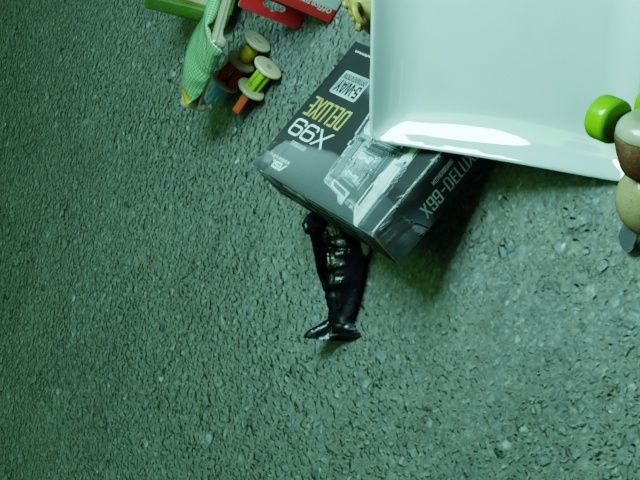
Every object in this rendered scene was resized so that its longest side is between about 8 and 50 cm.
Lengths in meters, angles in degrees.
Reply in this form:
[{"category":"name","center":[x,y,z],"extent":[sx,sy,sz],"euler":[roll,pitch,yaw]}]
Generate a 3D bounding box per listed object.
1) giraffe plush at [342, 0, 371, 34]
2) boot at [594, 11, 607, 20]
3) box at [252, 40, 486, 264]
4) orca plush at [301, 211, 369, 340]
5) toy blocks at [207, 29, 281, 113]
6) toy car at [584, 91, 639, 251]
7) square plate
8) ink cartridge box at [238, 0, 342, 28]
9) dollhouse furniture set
[{"category":"giraffe plush","center":[0.086,-0.390,1.708],"extent":[0.210,0.181,0.170],"euler":[-4,90,49]},{"category":"boot","center":[0.286,-0.251,1.478],"extent":[0.258,0.095,0.123],"euler":[30,111,57]},{"category":"box","center":[0.077,-0.129,1.623],"extent":[0.242,0.076,0.307],"euler":[-49,39,-6]},{"category":"orca plush","center":[0.000,0.000,1.721],"extent":[0.151,0.102,0.287],"euler":[5,82,51]},{"category":"toy blocks","center":[-0.139,-0.267,2.015],"extent":[0.148,0.054,0.123],"euler":[-47,46,31]},{"category":"toy car","center":[0.379,-0.057,1.289],"extent":[0.155,0.149,0.188],"euler":[35,134,48]},{"category":"square plate","center":[0.220,-0.259,1.390],"extent":[0.344,0.049,0.347],"euler":[12,119,25]},{"category":"ink cartridge box","center":[-0.016,-0.435,1.854],"extent":[0.231,0.134,0.078],"euler":[-59,41,21]},{"category":"dollhouse furniture set","center":[-0.222,-0.392,1.969],"extent":[0.197,0.151,0.301],"euler":[118,165,-56]}]
